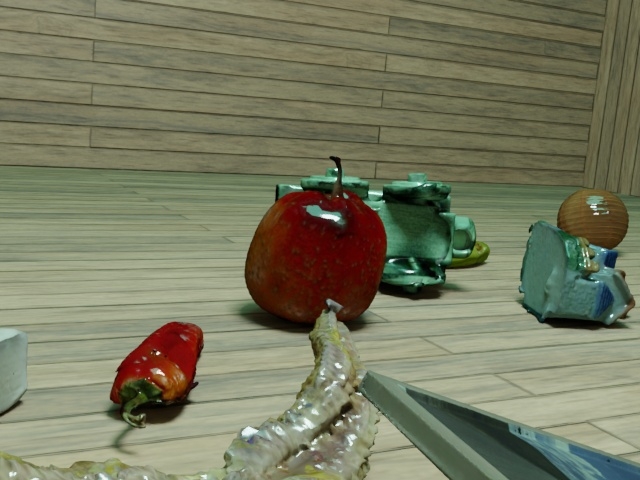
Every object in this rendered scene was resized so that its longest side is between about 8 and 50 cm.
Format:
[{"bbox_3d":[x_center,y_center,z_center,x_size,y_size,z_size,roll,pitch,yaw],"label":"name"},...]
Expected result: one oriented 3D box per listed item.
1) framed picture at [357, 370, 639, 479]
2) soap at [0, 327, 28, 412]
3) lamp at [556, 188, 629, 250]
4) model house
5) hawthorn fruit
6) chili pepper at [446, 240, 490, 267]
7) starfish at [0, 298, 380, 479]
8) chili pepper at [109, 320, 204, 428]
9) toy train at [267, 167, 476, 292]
[{"bbox_3d":[0.158,0.140,0.384,0.260,0.023,0.189,23,5,-27],"label":"framed picture"},{"bbox_3d":[-0.301,0.100,0.553,0.121,0.064,0.183,6,9,13],"label":"soap"},{"bbox_3d":[0.534,-0.037,1.597,0.136,0.136,0.136,5,9,-1],"label":"lamp"},{"bbox_3d":[0.352,0.052,1.059,0.148,0.119,0.148,11,8,-9],"label":"model house"},{"bbox_3d":[0.000,0.000,0.921,0.157,0.194,0.157,13,17,-4],"label":"hawthorn fruit"},{"bbox_3d":[0.220,0.024,1.341,0.208,0.043,0.049,-5,26,-42],"label":"chili pepper"},{"bbox_3d":[-0.014,0.124,0.380,0.398,0.132,0.384,16,8,-45],"label":"starfish"},{"bbox_3d":[-0.129,0.101,0.682,0.059,0.050,0.268,-10,8,5],"label":"chili pepper"},{"bbox_3d":[0.063,-0.019,1.169,0.299,0.167,0.238,5,4,-7],"label":"toy train"}]
